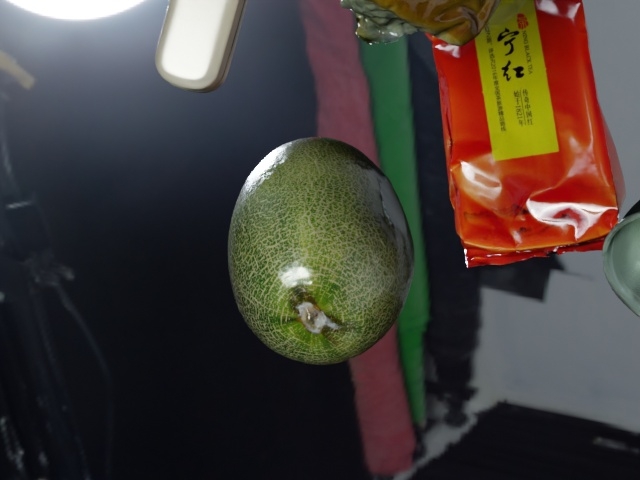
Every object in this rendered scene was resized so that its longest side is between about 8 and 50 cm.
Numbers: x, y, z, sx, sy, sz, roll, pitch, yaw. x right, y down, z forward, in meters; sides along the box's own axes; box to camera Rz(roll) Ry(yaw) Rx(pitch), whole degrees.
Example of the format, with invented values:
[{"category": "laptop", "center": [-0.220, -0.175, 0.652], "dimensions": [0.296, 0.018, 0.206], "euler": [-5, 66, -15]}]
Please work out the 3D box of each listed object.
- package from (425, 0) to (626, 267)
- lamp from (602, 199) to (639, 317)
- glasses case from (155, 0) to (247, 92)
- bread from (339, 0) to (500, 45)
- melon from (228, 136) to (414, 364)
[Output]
[{"category": "package", "center": [0.229, -0.176, 1.220], "dimensions": [0.123, 0.195, 0.424], "euler": [39, -138, -76]}, {"category": "lamp", "center": [0.363, -0.041, 0.909], "dimensions": [0.227, 0.172, 0.147], "euler": [-52, -54, -34]}, {"category": "glasses case", "center": [-0.129, -0.267, 1.186], "dimensions": [0.050, 0.083, 0.196], "euler": [-22, -51, -83]}, {"category": "bread", "center": [0.072, -0.326, 0.949], "dimensions": [0.250, 0.225, 0.279], "euler": [33, -102, -30]}, {"category": "melon", "center": [0.000, 0.000, 0.552], "dimensions": [0.162, 0.099, 0.099], "euler": [-90, -8, -61]}]
